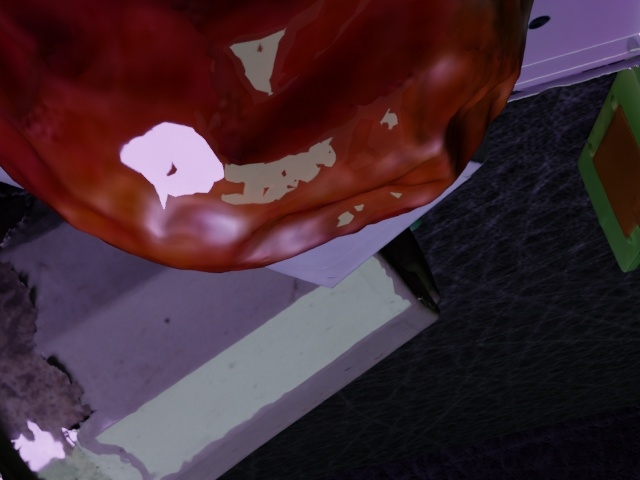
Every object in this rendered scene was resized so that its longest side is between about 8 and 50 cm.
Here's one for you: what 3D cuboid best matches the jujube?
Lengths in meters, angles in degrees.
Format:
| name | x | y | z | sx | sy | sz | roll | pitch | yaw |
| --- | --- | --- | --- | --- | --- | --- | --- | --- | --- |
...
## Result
| name | x | y | z | sx | sy | sz | roll | pitch | yaw |
| --- | --- | --- | --- | --- | --- | --- | --- | --- | --- |
| jujube | -0.042 | -0.112 | 0.383 | 0.174 | 0.250 | 0.174 | -17 | 165 | -5 |

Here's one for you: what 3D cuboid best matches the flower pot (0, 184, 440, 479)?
| name | x | y | z | sx | sy | sz | roll | pitch | yaw |
| --- | --- | --- | --- | --- | --- | --- | --- | --- | --- |
| flower pot | -0.084 | 0.025 | 0.801 | 0.259 | 0.290 | 0.290 | -33 | 158 | 11 |

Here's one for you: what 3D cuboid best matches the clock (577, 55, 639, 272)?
| name | x | y | z | sx | sy | sz | roll | pitch | yaw |
| --- | --- | --- | --- | --- | --- | --- | --- | --- | --- |
| clock | 0.350 | -0.090 | 1.016 | 0.255 | 0.106 | 0.220 | -18 | 163 | -5 |

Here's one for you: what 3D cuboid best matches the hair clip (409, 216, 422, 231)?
| name | x | y | z | sx | sy | sz | roll | pitch | yaw |
| --- | --- | --- | --- | --- | --- | --- | --- | --- | --- |
| hair clip | 0.000 | -0.002 | 1.088 | 0.195 | 0.052 | 0.124 | -13 | 173 | -35 |

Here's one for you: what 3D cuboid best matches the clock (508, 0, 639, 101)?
| name | x | y | z | sx | sy | sz | roll | pitch | yaw |
| --- | --- | --- | --- | --- | --- | --- | --- | --- | --- |
| clock | 0.117 | -0.146 | 0.694 | 0.147 | 0.071 | 0.192 | -16 | 162 | 4 |

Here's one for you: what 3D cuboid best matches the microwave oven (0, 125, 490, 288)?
| name | x | y | z | sx | sy | sz | roll | pitch | yaw |
| --- | --- | --- | --- | --- | --- | --- | --- | --- | --- |
| microwave oven | -0.049 | -0.085 | 0.570 | 0.208 | 0.122 | 0.162 | 19 | 150 | -20 |
